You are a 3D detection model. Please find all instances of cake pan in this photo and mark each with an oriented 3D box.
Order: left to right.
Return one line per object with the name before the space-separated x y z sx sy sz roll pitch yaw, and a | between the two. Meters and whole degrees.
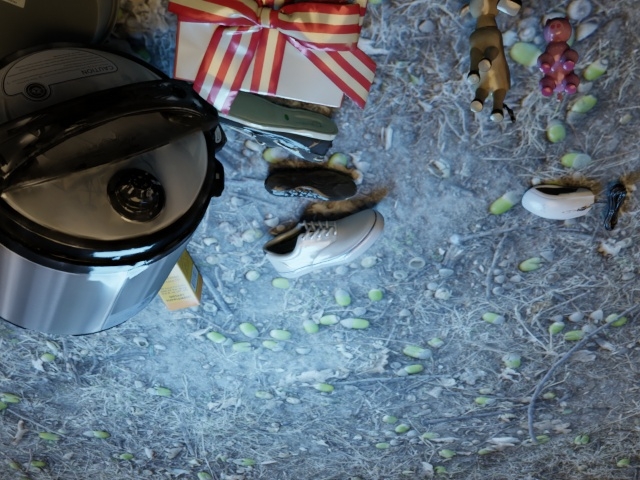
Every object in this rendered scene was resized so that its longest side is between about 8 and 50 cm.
cake pan | -0.447 -0.371 1.043 0.293 0.054 0.293 0 135 0

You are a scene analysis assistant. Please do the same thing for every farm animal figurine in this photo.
farm animal figurine | 0.271 -0.361 0.977 0.327 0.172 0.330 37 134 -17

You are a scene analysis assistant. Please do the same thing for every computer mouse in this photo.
computer mouse | 0.479 -0.064 1.351 0.193 0.042 0.106 2 137 -1

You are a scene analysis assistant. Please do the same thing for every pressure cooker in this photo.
pressure cooker | -0.351 -0.084 1.073 0.376 0.369 0.420 22 146 -15

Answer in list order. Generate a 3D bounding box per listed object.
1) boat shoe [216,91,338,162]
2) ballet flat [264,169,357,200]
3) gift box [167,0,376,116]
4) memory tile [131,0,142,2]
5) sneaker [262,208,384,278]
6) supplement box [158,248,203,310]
boat shoe | -0.090 -0.188 1.203 0.233 0.084 0.079 14 134 -17
ballet flat | -0.018 -0.105 1.325 0.173 0.049 0.057 4 93 -5
gift box | -0.052 -0.313 0.935 0.255 0.258 0.276 5 129 -4
memory tile | -0.256 -0.413 0.988 0.113 0.012 0.148 29 112 -35
sneaker | 0.000 0.000 1.386 0.258 0.094 0.091 -26 134 26
supplement box | -0.314 0.039 1.442 0.078 0.080 0.233 -12 132 9
